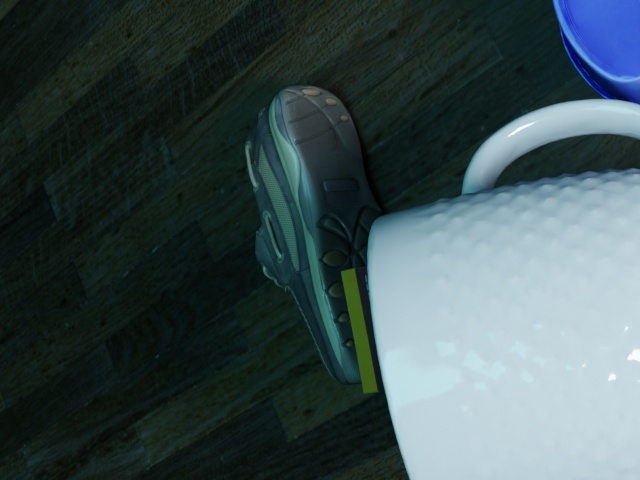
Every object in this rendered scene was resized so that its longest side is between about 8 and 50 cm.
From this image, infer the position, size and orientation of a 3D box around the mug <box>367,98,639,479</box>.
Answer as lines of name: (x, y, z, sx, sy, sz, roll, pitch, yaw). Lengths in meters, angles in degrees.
mug: (0.230, 0.037, 1.171, 0.328, 0.276, 0.374, -13, 54, 13)

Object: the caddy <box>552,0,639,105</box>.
caddy: (0.322, -0.279, 1.285, 0.241, 0.179, 0.341, -11, 86, 16)

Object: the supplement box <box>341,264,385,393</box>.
supplement box: (0.161, 0.069, 1.435, 0.194, 0.191, 0.129, -13, 86, 39)

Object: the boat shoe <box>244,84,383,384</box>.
boat shoe: (0.000, 0.000, 1.624, 0.130, 0.132, 0.355, -31, 65, 48)
